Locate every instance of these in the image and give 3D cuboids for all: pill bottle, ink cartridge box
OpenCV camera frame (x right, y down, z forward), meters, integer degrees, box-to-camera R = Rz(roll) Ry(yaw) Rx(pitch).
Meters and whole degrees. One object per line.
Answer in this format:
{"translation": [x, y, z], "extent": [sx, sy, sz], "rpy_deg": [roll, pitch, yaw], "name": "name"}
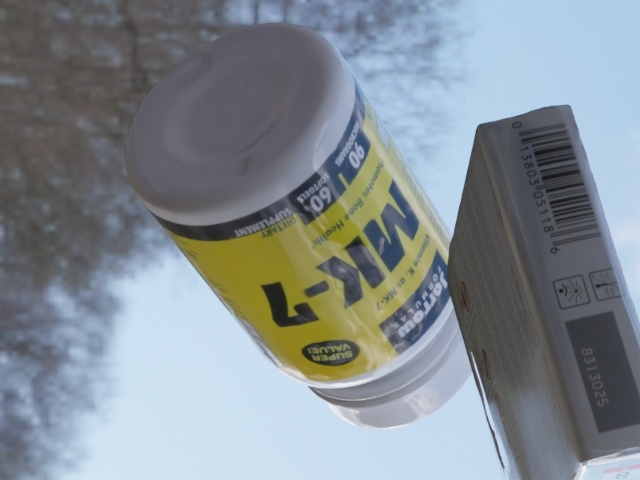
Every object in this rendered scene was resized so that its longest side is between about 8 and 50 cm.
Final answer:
{"translation": [0.000, 0.000, 0.935], "extent": [0.119, 0.208, 0.119], "rpy_deg": [-17, -134, 19], "name": "pill bottle"}
{"translation": [0.095, 0.047, 0.770], "extent": [0.179, 0.045, 0.145], "rpy_deg": [86, -10, -68], "name": "ink cartridge box"}
